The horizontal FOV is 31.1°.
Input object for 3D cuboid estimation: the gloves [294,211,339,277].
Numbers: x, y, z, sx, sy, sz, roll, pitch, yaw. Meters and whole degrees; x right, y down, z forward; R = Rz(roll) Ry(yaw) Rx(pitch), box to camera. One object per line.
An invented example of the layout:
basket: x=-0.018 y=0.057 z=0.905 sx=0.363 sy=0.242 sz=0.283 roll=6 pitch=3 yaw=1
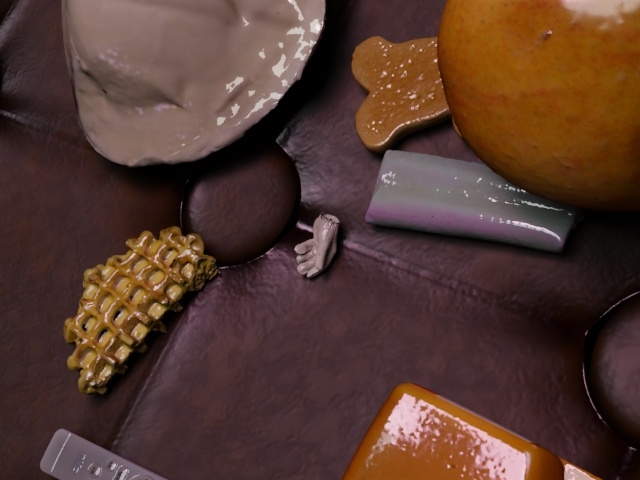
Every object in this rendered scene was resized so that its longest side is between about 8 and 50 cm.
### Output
gloves: x=0.002 y=0.002 z=1.189 sx=0.081 sy=0.037 sz=0.044 roll=-57 pitch=19 yaw=12

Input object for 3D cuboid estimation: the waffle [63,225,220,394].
waffle: x=-0.197 y=0.070 z=1.251 sx=0.192 sy=0.046 sz=0.160 roll=-22 pitch=58 yaw=15

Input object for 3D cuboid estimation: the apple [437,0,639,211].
apple: x=0.257 y=-0.169 z=1.000 sx=0.275 sy=0.299 sz=0.299 roll=1 pitch=68 yaw=39

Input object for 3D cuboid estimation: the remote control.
remote control: x=-0.209 y=0.250 z=1.190 sx=0.184 sy=0.027 sz=0.049 roll=19 pitch=79 yaw=27

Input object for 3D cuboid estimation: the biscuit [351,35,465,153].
biscuit: x=0.145 y=-0.168 z=1.199 sx=0.240 sy=0.035 sz=0.158 roll=-8 pitch=67 yaw=23

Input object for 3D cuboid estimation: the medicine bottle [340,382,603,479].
medicine bottle: x=0.136 y=0.233 z=0.975 sx=0.222 sy=0.112 sz=0.149 roll=24 pitch=79 yaw=32

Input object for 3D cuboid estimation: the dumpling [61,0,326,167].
dumpling: x=-0.140 y=-0.258 z=1.273 sx=0.316 sy=0.233 sz=0.395 roll=28 pitch=96 yaw=30

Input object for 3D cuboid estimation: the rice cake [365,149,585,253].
rice cake: x=0.151 y=-0.038 z=1.134 sx=0.222 sy=0.042 sz=0.080 roll=11 pitch=71 yaw=28
